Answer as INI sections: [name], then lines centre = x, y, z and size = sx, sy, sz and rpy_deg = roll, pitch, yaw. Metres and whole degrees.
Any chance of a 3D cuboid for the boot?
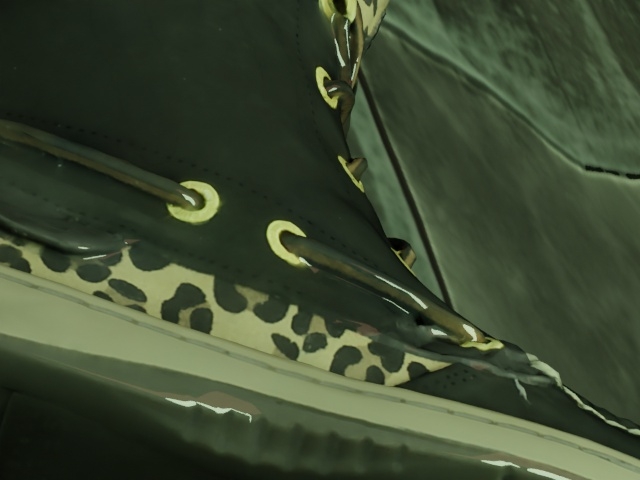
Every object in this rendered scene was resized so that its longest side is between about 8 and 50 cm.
[boot]
centre = 0.000, 0.000, 0.685
size = 0.377, 0.138, 0.284
rpy_deg = 17, 44, -13
